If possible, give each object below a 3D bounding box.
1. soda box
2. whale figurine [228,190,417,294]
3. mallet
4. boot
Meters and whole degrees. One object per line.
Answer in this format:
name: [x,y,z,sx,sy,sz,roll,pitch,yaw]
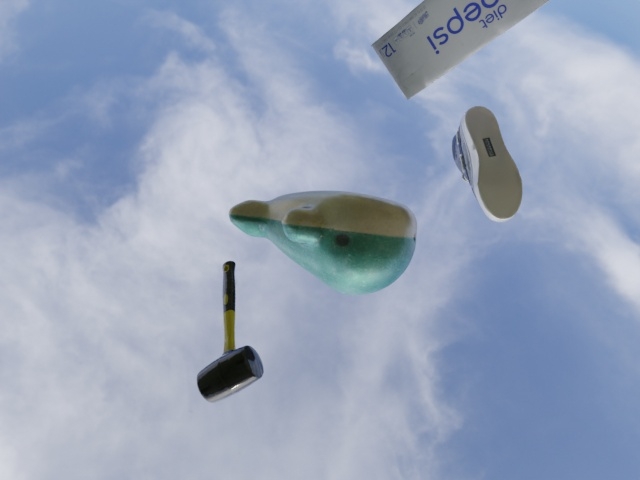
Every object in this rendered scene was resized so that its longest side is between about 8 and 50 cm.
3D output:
soda box: [0.214,-0.314,0.545,0.098,0.286,0.091,51,-141,-12]
whale figurine: [0.000,0.000,0.606,0.272,0.216,0.141,6,-86,21]
mallet: [-0.095,0.085,0.470,0.062,0.039,0.190,-25,-141,16]
boot: [0.256,-0.108,0.654,0.069,0.086,0.190,-4,-109,-1]
